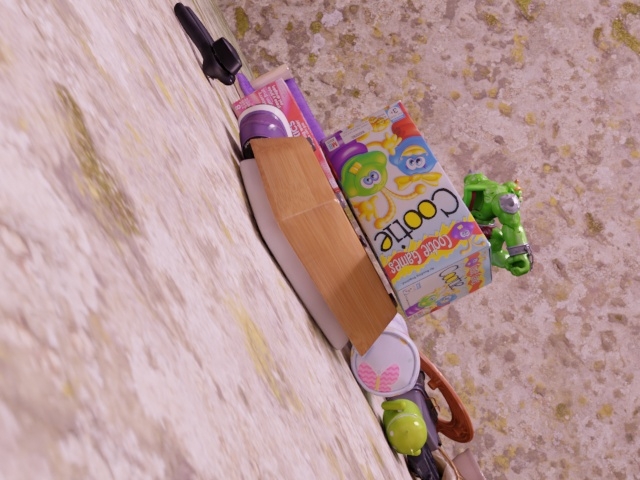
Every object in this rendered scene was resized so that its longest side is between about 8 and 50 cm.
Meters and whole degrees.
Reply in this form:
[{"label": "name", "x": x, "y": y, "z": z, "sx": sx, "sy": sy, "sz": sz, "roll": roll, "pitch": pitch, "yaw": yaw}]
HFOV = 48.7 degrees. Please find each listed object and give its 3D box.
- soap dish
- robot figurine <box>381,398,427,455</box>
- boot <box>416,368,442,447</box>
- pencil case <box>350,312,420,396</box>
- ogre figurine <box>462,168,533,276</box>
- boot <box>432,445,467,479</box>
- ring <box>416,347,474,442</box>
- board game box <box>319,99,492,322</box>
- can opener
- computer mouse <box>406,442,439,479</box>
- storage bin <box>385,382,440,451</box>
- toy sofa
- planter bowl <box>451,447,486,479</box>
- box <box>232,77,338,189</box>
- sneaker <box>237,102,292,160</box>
[{"label": "soap dish", "x": 0.000, "y": 0.000, "z": 1.055, "sx": 0.291, "sy": 0.118, "sz": 0.229, "roll": 59, "pitch": 5, "yaw": -37}, {"label": "robot figurine", "x": 0.140, "y": 0.308, "z": 1.175, "sx": 0.115, "sy": 0.067, "sz": 0.101, "roll": -102, "pitch": 176, "yaw": -76}, {"label": "boot", "x": 0.264, "y": 0.457, "z": 1.897, "sx": 0.263, "sy": 0.091, "sz": 0.229, "roll": 45, "pitch": 22, "yaw": -65}, {"label": "pencil case", "x": 0.108, "y": 0.188, "z": 1.265, "sx": 0.124, "sy": 0.113, "sz": 0.273, "roll": 52, "pitch": 4, "yaw": -3}, {"label": "ogre figurine", "x": 0.259, "y": -0.033, "z": 1.072, "sx": 0.197, "sy": 0.097, "sz": 0.118, "roll": -81, "pitch": 166, "yaw": -64}, {"label": "boot", "x": 0.308, "y": 0.580, "z": 1.519, "sx": 0.236, "sy": 0.089, "sz": 0.269, "roll": 54, "pitch": -2, "yaw": 36}, {"label": "ring", "x": 0.212, "y": 0.329, "z": 1.599, "sx": 0.336, "sy": 0.032, "sz": 0.336, "roll": 47, "pitch": -18, "yaw": 20}, {"label": "board game box", "x": 0.126, "y": -0.043, "z": 1.059, "sx": 0.275, "sy": 0.142, "sz": 0.144, "roll": 64, "pitch": 2, "yaw": 28}, {"label": "can opener", "x": -0.207, "y": -0.359, "z": 1.288, "sx": 0.186, "sy": 0.073, "sz": 0.059, "roll": 54, "pitch": 9, "yaw": 16}, {"label": "computer mouse", "x": 0.175, "y": 0.416, "z": 1.203, "sx": 0.071, "sy": 0.041, "sz": 0.242, "roll": 63, "pitch": 10, "yaw": -9}, {"label": "storage bin", "x": 0.203, "y": 0.376, "z": 1.465, "sx": 0.091, "sy": 0.098, "sz": 0.135, "roll": -96, "pitch": 161, "yaw": -52}, {"label": "toy sofa", "x": -0.091, "y": -0.306, "z": 1.824, "sx": 0.362, "sy": 0.150, "sz": 0.177, "roll": 65, "pitch": 3, "yaw": 38}, {"label": "planter bowl", "x": 0.365, "y": 0.619, "z": 1.773, "sx": 0.162, "sy": 0.109, "sz": 0.162, "roll": 62, "pitch": 3, "yaw": -5}, {"label": "box", "x": -0.068, "y": -0.190, "z": 1.475, "sx": 0.257, "sy": 0.123, "sz": 0.128, "roll": 62, "pitch": 3, "yaw": 2}, {"label": "sneaker", "x": -0.062, "y": -0.088, "z": 1.211, "sx": 0.124, "sy": 0.107, "sz": 0.283, "roll": -93, "pitch": 157, "yaw": -44}]
